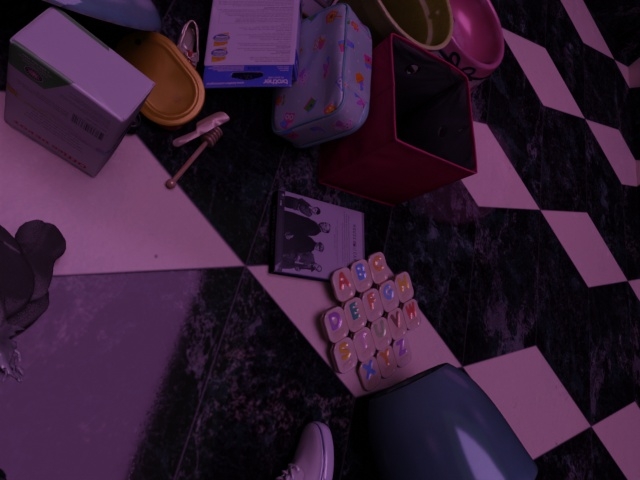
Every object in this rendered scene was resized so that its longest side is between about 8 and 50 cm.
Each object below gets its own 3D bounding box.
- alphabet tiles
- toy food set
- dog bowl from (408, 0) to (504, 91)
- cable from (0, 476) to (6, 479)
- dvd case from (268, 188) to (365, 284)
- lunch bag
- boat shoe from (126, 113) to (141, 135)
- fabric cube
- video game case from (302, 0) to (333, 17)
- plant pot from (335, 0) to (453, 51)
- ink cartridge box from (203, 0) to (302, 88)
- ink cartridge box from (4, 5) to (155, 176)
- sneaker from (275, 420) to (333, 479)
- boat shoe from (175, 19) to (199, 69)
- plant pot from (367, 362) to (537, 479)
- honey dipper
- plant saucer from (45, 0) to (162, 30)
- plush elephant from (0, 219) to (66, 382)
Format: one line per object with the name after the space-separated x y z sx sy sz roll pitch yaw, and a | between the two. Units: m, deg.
0.123 0.177 1.013 0.284 0.021 0.278 -21 97 -38 | alphabet tiles
-0.286 -0.275 0.842 0.128 0.071 0.218 -40 100 -12 | toy food set
0.411 -0.654 1.404 0.408 0.150 0.408 11 71 -33 | dog bowl
-0.483 0.337 0.536 0.184 0.047 0.150 -26 88 -36 | cable
0.000 0.000 0.990 0.239 0.029 0.179 13 70 -34 | dvd case
-0.004 -0.348 0.969 0.108 0.224 0.279 22 65 -46 | lunch bag
-0.368 -0.242 0.782 0.133 0.042 0.049 45 58 -16 | boat shoe
0.171 -0.257 1.045 0.254 0.258 0.259 12 71 -33 | fabric cube
-0.030 -0.687 1.029 0.248 0.275 0.035 21 31 -30 | video game case
0.131 -0.521 1.093 0.276 0.254 0.276 12 70 -34 | plant pot
-0.134 -0.434 0.936 0.186 0.065 0.311 1 70 4 | ink cartridge box
-0.362 -0.204 0.667 0.154 0.212 0.093 36 55 -22 | ink cartridge box
-0.050 0.444 0.786 0.091 0.094 0.258 33 61 -30 | sneaker
-0.264 -0.369 0.893 0.049 0.043 0.137 11 72 -36 | boat shoe
0.228 0.389 0.898 0.293 0.293 0.235 -13 69 -38 | plant pot
-0.243 -0.158 0.861 0.030 0.030 0.160 41 61 -20 | honey dipper
-0.396 -0.404 0.677 0.317 0.043 0.317 21 25 -11 | plant saucer
-0.473 0.074 0.508 0.255 0.272 0.330 -26 56 -4 | plush elephant
